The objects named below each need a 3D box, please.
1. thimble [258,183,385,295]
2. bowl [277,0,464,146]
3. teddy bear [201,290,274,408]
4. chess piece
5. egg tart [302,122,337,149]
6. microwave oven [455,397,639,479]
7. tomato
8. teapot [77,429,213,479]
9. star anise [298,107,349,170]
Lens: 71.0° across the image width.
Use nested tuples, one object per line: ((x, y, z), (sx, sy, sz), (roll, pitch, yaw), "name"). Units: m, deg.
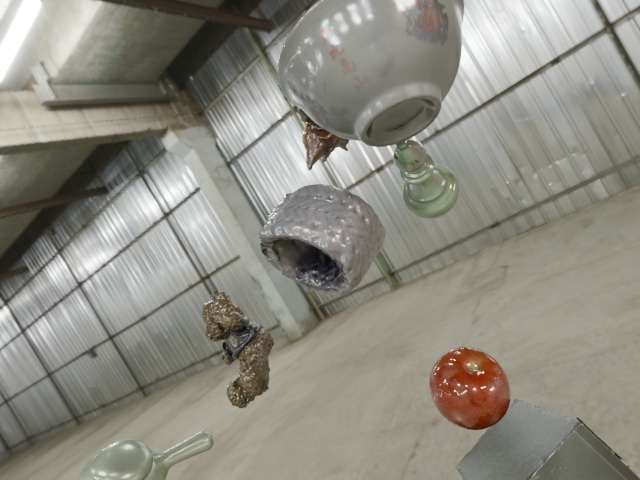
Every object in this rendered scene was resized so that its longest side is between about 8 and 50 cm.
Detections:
((0.000, 0.000, 0.967), (0.157, 0.246, 0.217), (-55, -21, -35), "thimble")
((0.110, -0.264, 0.765), (0.346, 0.157, 0.345), (-17, -18, -6), "bowl")
((-0.166, 0.222, 0.950), (0.129, 0.251, 0.182), (-9, -36, -39), "teddy bear")
((0.224, -0.157, 1.027), (0.139, 0.139, 0.272), (-31, -31, 16), "chess piece")
((0.033, -0.364, 1.408), (0.231, 0.098, 0.252), (-65, -20, -7), "egg tart")
((0.596, 0.663, 1.227), (0.374, 0.236, 0.432), (-45, -12, -7), "microwave oven")
((0.396, 0.397, 1.199), (0.208, 0.184, 0.208), (-2, 33, 1), "tomato")
((-0.462, 0.581, 1.164), (0.318, 0.220, 0.149), (-26, -43, -57), "teapot")
((0.043, -0.352, 1.207), (0.349, 0.109, 0.292), (-37, -32, -54), "star anise")
